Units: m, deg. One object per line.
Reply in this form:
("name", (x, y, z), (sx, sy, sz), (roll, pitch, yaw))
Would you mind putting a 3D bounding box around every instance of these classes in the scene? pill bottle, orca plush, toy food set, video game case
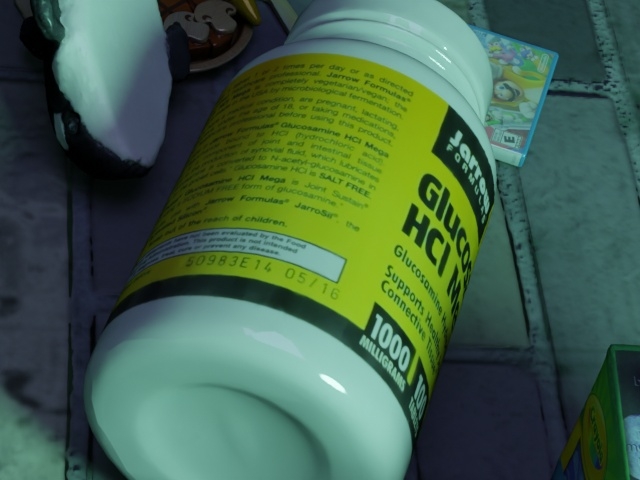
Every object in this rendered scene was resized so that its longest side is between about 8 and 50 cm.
("pill bottle", (0.000, 0.000, 1.103), (0.188, 0.188, 0.334), (18, 49, 4))
("orca plush", (-0.182, -0.168, 1.247), (0.151, 0.102, 0.287), (-14, 84, -59))
("toy food set", (-0.111, -0.173, 1.328), (0.192, 0.038, 0.132), (-19, 56, -26))
("video game case", (0.083, -0.122, 1.342), (0.166, 0.015, 0.119), (19, 49, 5))

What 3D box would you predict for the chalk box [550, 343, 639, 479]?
("chalk box", (0.214, 0.177, 0.927), (0.180, 0.289, 0.179), (7, 49, -6))
